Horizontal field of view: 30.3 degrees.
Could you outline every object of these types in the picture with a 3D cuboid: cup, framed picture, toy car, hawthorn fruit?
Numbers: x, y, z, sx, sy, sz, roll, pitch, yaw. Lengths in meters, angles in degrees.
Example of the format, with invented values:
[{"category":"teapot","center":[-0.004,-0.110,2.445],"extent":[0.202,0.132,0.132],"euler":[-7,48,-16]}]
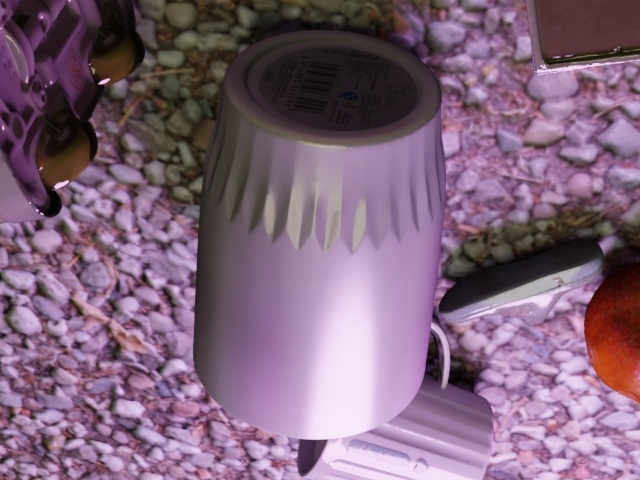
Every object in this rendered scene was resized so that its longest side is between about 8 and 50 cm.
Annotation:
[{"category":"cup","center":[0.000,0.000,1.184],"extent":[0.253,0.253,0.372],"euler":[8,130,3]},{"category":"framed picture","center":[0.313,-0.245,1.073],"extent":[0.259,0.023,0.189],"euler":[-6,129,15]},{"category":"toy car","center":[-0.311,-0.186,1.024],"extent":[0.226,0.336,0.242],"euler":[-6,129,16]},{"category":"hawthorn fruit","center":[0.368,0.127,1.334],"extent":[0.165,0.165,0.285],"euler":[8,155,3]},{"category":"cup","center":[0.100,0.214,1.407],"extent":[0.202,0.167,0.221],"euler":[19,133,-10]}]

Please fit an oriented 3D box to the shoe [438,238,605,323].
[{"category":"shoe","center":[0.230,0.064,1.310],"extent":[0.195,0.079,0.078],"euler":[-25,108,21]}]
